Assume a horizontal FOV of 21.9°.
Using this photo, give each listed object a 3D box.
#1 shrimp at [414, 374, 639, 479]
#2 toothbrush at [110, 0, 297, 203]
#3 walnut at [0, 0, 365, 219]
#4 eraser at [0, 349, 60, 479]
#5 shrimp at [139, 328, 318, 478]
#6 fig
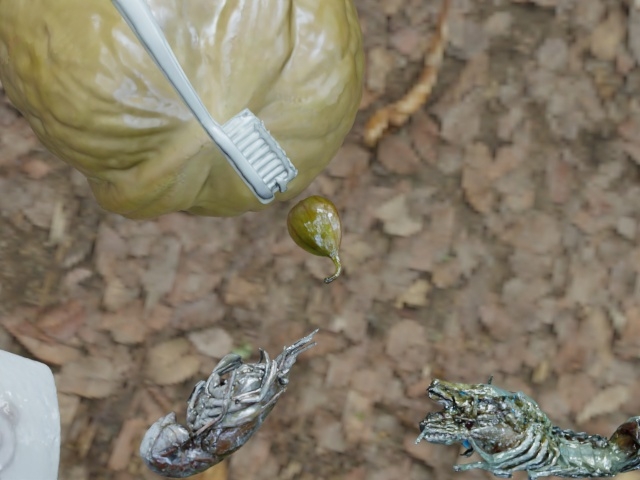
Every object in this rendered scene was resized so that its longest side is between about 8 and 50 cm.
[{"bbox_3d":[0.144,0.147,1.171,0.174,0.076,0.082,14,45,-14],"label":"shrimp"},{"bbox_3d":[-0.104,-0.135,0.768,0.024,0.021,0.288,-37,102,6],"label":"toothbrush"},{"bbox_3d":[-0.111,-0.158,1.339,0.333,0.333,0.333,-6,100,-38],"label":"walnut"},{"bbox_3d":[-0.312,0.142,1.191,0.270,0.095,0.174,27,59,-48],"label":"eraser"},{"bbox_3d":[-0.066,0.119,1.250,0.165,0.056,0.065,-48,119,2],"label":"shrimp"},{"bbox_3d":[0.000,0.000,1.518,0.050,0.050,0.083,-6,67,-38],"label":"fig"}]
